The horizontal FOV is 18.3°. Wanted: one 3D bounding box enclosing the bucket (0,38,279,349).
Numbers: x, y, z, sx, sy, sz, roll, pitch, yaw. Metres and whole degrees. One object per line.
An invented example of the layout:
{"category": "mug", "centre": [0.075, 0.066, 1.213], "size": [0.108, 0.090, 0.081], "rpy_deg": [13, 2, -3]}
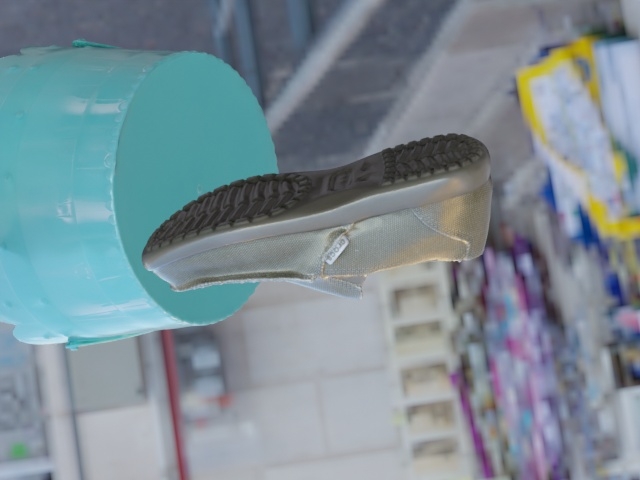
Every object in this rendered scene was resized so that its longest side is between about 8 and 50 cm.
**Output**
{"category": "bucket", "centre": [-0.175, -0.043, 1.765], "size": [0.183, 0.281, 0.281], "rpy_deg": [-1, 178, 34]}

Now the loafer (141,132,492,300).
{"category": "loafer", "centre": [0.000, 0.000, 0.786], "size": [0.148, 0.050, 0.056], "rpy_deg": [-12, -159, 19]}
